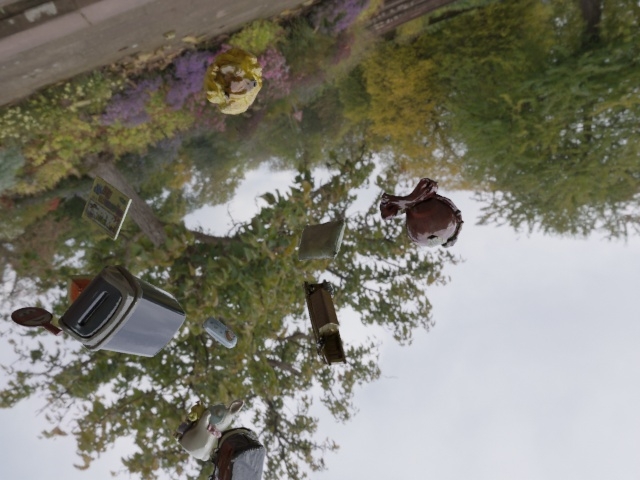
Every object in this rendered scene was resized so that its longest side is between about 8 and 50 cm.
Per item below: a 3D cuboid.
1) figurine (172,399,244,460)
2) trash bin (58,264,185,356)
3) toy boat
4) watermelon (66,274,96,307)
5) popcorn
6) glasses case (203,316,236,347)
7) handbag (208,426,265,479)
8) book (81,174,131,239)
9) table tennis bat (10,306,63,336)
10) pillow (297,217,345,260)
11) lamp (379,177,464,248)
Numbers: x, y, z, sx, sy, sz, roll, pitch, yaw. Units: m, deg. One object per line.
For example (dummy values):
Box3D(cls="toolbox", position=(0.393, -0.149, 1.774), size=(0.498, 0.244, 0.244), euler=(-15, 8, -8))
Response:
Box3D(cls="figurine", position=(-0.396, 0.644, 1.540), size=(0.155, 0.127, 0.235), euler=(34, -107, 15))
Box3D(cls="trash bin", position=(-0.539, 0.202, 1.185), size=(0.182, 0.290, 0.209), euler=(35, -95, 34))
Box3D(cls="toy boat", position=(0.026, 0.341, 1.826), size=(0.135, 0.162, 0.446), euler=(-4, -133, -13))
Box3D(cls="watermelon", position=(-0.789, 0.193, 1.466), size=(0.145, 0.137, 0.193), euler=(33, -116, 21))
Box3D(cls="popcorn", position=(-0.228, -0.414, 1.116), size=(0.148, 0.167, 0.152), euler=(8, -150, -27))
Box3D(cls="glasses case", position=(-0.445, 0.409, 1.900), size=(0.045, 0.178, 0.067), euler=(-32, -156, 28))
Box3D(cls="handbag", position=(-0.321, 0.858, 1.623), size=(0.181, 0.255, 0.181), euler=(5, -178, -34))
Box3D(cls="book", position=(-0.801, -0.121, 1.597), size=(0.192, 0.168, 0.013), euler=(-59, 172, 22))
Box3D(cls="table tennis bat", position=(-0.790, 0.227, 1.202), size=(0.154, 0.019, 0.098), euler=(25, -165, 12))
Box3D(cls="pillow", position=(0.000, 0.000, 1.904), size=(0.302, 0.074, 0.185), euler=(-6, -116, 54))
Box3D(cls="lamp", position=(0.304, -0.066, 1.273), size=(0.215, 0.223, 0.151), euler=(-26, 170, 12))
